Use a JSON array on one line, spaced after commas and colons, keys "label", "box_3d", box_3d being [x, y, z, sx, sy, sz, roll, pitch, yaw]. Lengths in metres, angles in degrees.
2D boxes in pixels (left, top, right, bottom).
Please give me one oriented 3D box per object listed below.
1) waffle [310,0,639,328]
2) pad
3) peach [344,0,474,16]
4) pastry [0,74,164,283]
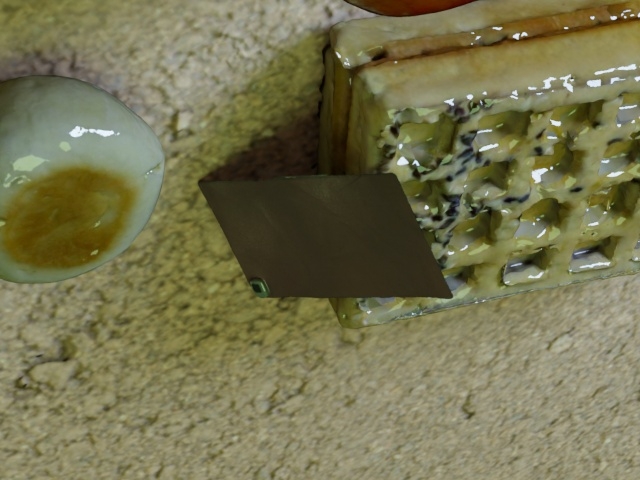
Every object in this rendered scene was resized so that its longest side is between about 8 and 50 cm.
[{"label": "waffle", "box_3d": [0.179, -0.072, 1.352, 0.376, 0.114, 0.261, -11, 142, -16]}, {"label": "pad", "box_3d": [0.000, 0.000, 1.291, 0.187, 0.006, 0.113, -1, 126, 39]}, {"label": "peach", "box_3d": [0.060, -0.254, 1.014, 0.243, 0.199, 0.243, -6, 126, -8]}, {"label": "pastry", "box_3d": [-0.185, -0.043, 1.207, 0.156, 0.092, 0.156, -15, 143, -12]}]
